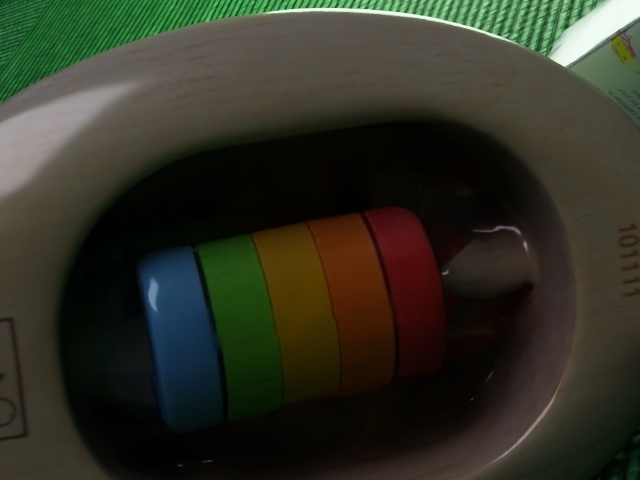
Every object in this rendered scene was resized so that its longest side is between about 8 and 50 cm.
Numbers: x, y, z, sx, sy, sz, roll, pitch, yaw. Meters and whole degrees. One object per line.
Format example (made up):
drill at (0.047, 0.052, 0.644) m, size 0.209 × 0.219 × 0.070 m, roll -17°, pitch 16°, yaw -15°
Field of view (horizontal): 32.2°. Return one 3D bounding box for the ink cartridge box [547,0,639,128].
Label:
ink cartridge box at (0.225, -0.100, 0.644) m, size 0.072 × 0.127 × 0.175 m, roll -58°, pitch 12°, yaw -28°

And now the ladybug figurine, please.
ladybug figurine at (-0.026, 0.035, 0.598) m, size 0.449 × 0.305 × 0.162 m, roll -7°, pitch 7°, yaw -13°
